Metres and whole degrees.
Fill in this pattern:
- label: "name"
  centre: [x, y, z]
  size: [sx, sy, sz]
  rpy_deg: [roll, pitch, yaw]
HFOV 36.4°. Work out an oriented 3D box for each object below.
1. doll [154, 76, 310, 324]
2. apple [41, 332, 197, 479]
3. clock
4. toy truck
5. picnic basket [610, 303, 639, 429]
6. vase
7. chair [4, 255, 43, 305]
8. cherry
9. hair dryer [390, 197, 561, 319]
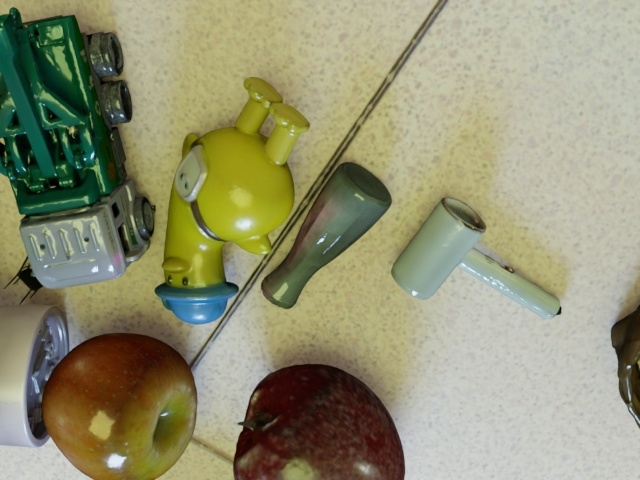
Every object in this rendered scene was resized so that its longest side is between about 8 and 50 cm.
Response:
- label: "doll"
  centre: [-0.131, -0.042, 1.275]
  size: [0.199, 0.145, 0.363]
  rpy_deg: [49, 124, 27]
- label: "apple"
  centre: [-0.278, 0.231, 1.346]
  size: [0.173, 0.210, 0.235]
  rpy_deg: [13, 139, 23]
- label: "clock"
  centre: [-0.408, 0.185, 1.342]
  size: [0.068, 0.197, 0.197]
  rpy_deg: [5, 112, 2]
- label: "toy truck"
  centre: [-0.332, -0.116, 1.230]
  size: [0.176, 0.178, 0.363]
  rpy_deg: [-8, 114, 8]
- label: "picnic basket"
  centre: [0.546, 0.167, 1.192]
  size: [0.293, 0.337, 0.337]
  rpy_deg: [43, 109, -12]
- label: "vase"
  centre: [0.000, 0.000, 1.301]
  size: [0.086, 0.086, 0.214]
  rpy_deg: [35, 115, -9]
- label: "chair"
  centre: [-0.408, 0.050, 1.374]
  size: [0.042, 0.037, 0.086]
  rpy_deg: [40, 114, 2]
- label: "cherry"
  centre: [0.004, 0.295, 1.340]
  size: [0.203, 0.230, 0.300]
  rpy_deg: [-34, 121, 30]
- label: "hair dryer"
  centre: [0.225, 0.050, 1.316]
  size: [0.236, 0.073, 0.131]
  rpy_deg: [28, 113, -16]
